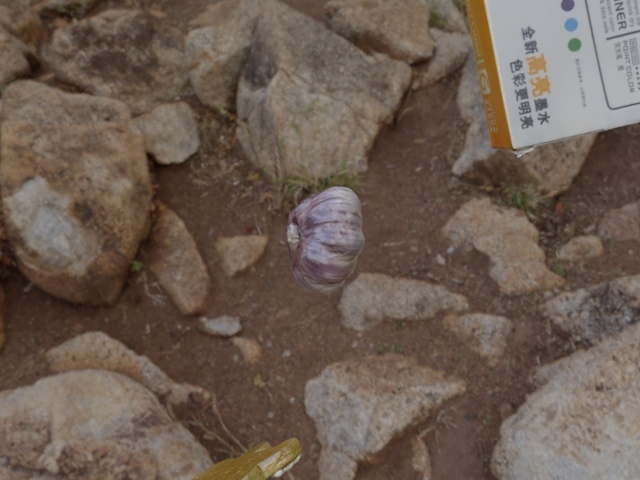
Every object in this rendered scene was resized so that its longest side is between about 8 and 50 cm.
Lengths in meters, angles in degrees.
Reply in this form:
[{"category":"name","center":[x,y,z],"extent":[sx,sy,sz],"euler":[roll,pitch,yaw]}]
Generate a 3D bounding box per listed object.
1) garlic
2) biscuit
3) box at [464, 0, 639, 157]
[{"category":"garlic","center":[0.000,0.000,0.986],"extent":[0.102,0.159,0.147],"euler":[5,39,-27]},{"category":"biscuit","center":[-0.123,0.336,0.952],"extent":[0.158,0.035,0.240],"euler":[-24,-6,-36]},{"category":"box","center":[0.251,-0.240,0.650],"extent":[0.220,0.274,0.091],"euler":[-15,9,4]}]
